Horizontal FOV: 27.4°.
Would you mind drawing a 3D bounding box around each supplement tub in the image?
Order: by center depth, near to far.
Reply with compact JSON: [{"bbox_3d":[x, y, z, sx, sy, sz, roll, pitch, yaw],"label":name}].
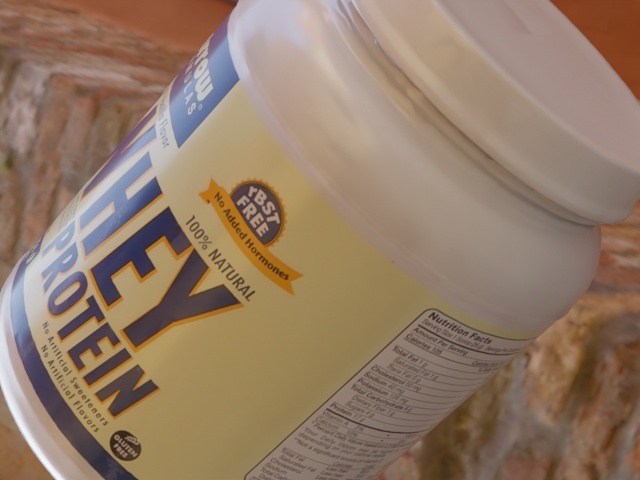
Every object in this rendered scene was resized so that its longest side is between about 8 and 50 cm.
[{"bbox_3d":[0.000,0.000,0.718,0.325,0.235,0.235,-46,-23,24],"label":"supplement tub"}]
